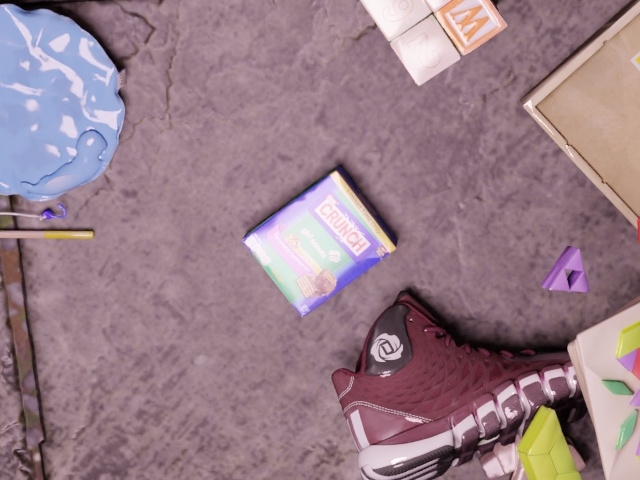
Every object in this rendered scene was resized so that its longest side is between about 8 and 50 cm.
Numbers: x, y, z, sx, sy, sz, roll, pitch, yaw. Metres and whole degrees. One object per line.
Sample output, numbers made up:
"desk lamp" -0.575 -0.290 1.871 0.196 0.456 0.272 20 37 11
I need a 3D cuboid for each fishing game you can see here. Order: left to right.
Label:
"fishing game" -0.263 -0.125 1.754 0.189 0.041 0.264 -4 110 4

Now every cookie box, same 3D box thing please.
"cookie box" 0.000 0.000 1.768 0.107 0.040 0.092 -37 98 9

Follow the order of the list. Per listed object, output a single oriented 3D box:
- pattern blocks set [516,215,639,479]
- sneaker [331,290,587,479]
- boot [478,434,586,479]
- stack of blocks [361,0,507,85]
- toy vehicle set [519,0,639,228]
"pattern blocks set" 0.290 0.124 1.718 0.285 0.026 0.325 -39 119 -17
"sneaker" 0.139 0.101 1.758 0.281 0.106 0.162 -20 66 -15
"boot" 0.202 0.220 1.808 0.087 0.042 0.118 -26 100 6
"stack of blocks" 0.034 -0.283 1.638 0.087 0.171 0.297 -34 98 9
"toy vehicle set" 0.329 -0.148 1.723 0.267 0.035 0.166 -41 98 10
